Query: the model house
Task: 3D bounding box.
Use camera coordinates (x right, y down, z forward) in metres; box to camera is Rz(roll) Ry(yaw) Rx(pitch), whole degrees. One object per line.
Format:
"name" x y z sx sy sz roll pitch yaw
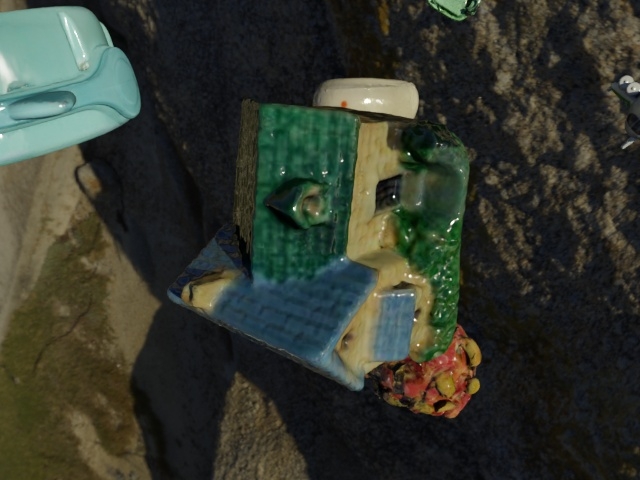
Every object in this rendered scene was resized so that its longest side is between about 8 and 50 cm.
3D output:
"model house" 0.000 0.000 0.787 0.334 0.342 0.382 17 110 34

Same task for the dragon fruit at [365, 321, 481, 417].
"dragon fruit" 0.232 0.258 1.234 0.291 0.250 0.269 43 148 38

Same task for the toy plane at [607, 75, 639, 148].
"toy plane" 0.537 -0.195 0.889 0.080 0.174 0.174 -37 75 18

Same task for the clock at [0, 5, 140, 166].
"clock" -0.251 -0.114 0.404 0.274 0.223 0.094 31 137 59

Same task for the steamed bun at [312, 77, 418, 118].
"steamed bun" 0.089 -0.255 1.081 0.177 0.228 0.131 15 111 44

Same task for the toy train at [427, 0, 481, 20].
"toy train" 0.236 -0.430 0.863 0.099 0.081 0.149 31 111 4
